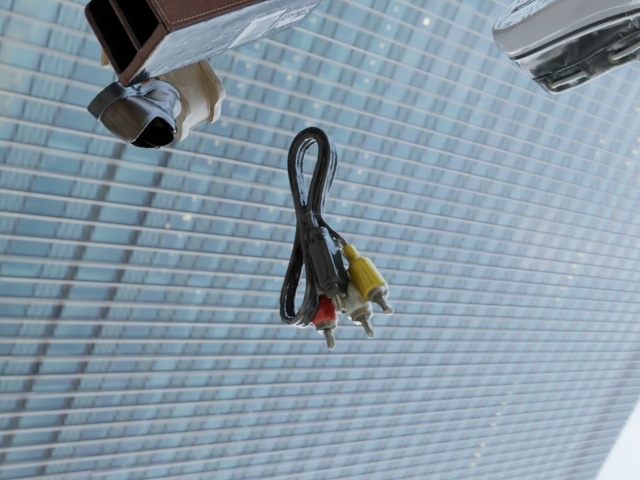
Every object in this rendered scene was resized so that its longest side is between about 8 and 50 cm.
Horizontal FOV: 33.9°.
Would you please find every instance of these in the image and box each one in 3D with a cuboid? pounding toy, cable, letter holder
[{"bbox_3d":[-0.281,-0.273,1.624,0.269,0.155,0.154,59,-24,-8],"label":"pounding toy"},{"bbox_3d":[0.000,0.000,1.316,0.139,0.072,0.287,-32,-127,27],"label":"cable"},{"bbox_3d":[-0.155,-0.361,1.348,0.214,0.302,0.152,60,-36,2],"label":"letter holder"}]

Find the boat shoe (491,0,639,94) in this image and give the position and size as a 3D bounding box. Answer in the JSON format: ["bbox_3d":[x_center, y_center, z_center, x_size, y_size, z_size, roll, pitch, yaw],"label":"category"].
[{"bbox_3d":[0.320,-0.233,1.021,0.335,0.119,0.121,-14,-142,56],"label":"boat shoe"}]

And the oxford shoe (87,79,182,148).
[{"bbox_3d":[-0.236,-0.164,1.441,0.083,0.227,0.096,-43,-91,18],"label":"oxford shoe"}]
